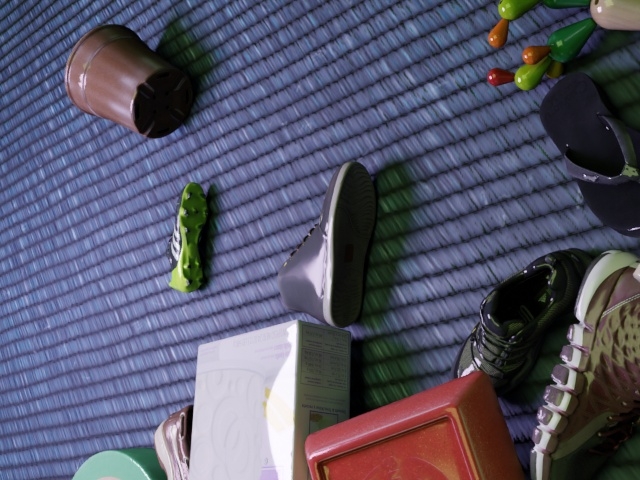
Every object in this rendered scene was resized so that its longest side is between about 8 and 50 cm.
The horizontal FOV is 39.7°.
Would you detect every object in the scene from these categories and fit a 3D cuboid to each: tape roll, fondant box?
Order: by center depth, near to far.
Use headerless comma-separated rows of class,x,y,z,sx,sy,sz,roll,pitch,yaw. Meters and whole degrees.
fondant box,-0.073,0.288,1.174,0.238,0.096,0.330,-20,62,47
tape roll,-0.308,0.500,1.431,0.321,0.077,0.321,-8,78,43

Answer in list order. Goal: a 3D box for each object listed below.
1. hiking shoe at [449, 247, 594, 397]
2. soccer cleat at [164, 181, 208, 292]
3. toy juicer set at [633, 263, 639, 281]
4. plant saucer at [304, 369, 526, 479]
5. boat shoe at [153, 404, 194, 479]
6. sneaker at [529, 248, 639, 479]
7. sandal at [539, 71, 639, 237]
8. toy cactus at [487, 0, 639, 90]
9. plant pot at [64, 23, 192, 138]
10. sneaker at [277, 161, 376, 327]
hiking shoe,0.200,0.093,0.976,0.226,0.114,0.086,-56,51,23
soccer cleat,-0.221,-0.005,1.431,0.072,0.060,0.178,1,88,45
toy juicer set,0.407,0.064,0.785,0.209,0.089,0.329,-41,48,11
plant saucer,0.101,0.302,0.956,0.259,0.048,0.258,-28,69,30
boat shoe,-0.172,0.356,1.311,0.095,0.095,0.257,-47,55,22
sneaker,0.314,0.160,0.870,0.163,0.106,0.281,18,99,37
sandal,0.286,-0.091,0.907,0.097,0.055,0.254,-50,35,20
toy cactus,0.284,-0.261,0.975,0.181,0.112,0.218,21,97,24
plant pot,-0.314,-0.257,1.494,0.165,0.167,0.166,33,107,33
sneaker,0.000,0.000,1.202,0.118,0.083,0.221,10,92,44
